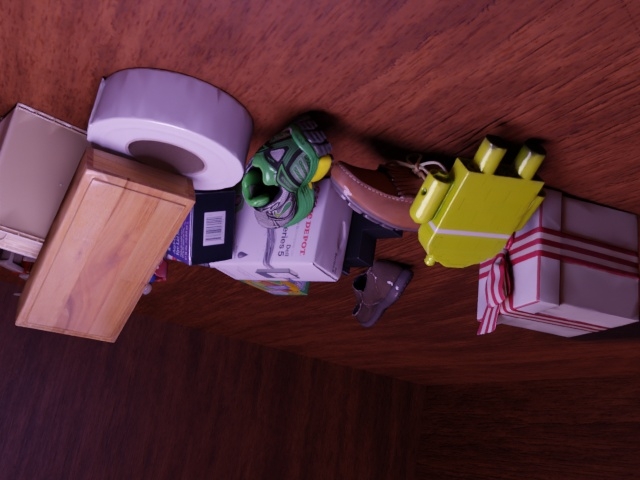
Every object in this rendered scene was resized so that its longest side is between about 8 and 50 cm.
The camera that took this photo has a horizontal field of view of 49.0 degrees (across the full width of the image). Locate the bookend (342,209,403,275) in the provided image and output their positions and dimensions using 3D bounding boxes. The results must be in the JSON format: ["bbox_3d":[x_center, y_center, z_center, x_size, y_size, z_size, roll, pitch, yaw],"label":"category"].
[{"bbox_3d":[0.110,-0.011,1.513,0.157,0.156,0.072,-5,156,38],"label":"bookend"}]

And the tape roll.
[{"bbox_3d":[-0.268,-0.192,1.266,0.286,0.100,0.286,10,163,3],"label":"tape roll"}]

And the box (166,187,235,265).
[{"bbox_3d":[-0.281,-0.050,1.486,0.108,0.153,0.207,-8,-162,-41],"label":"box"}]

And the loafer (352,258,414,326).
[{"bbox_3d":[0.158,0.137,2.036,0.130,0.134,0.366,37,152,4],"label":"loafer"}]

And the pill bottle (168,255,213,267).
[{"bbox_3d":[-0.315,0.016,1.911,0.180,0.108,0.108,12,162,-5],"label":"pill bottle"}]

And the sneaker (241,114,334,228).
[{"bbox_3d":[-0.091,-0.107,1.302,0.146,0.134,0.343,-30,167,-20],"label":"sneaker"}]

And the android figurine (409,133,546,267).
[{"bbox_3d":[0.270,-0.054,1.204,0.248,0.056,0.273,2,130,-26],"label":"android figurine"}]

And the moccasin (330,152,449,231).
[{"bbox_3d":[0.193,-0.087,1.266,0.379,0.147,0.139,14,-153,-22],"label":"moccasin"}]

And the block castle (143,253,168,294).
[{"bbox_3d":[-0.539,-0.019,1.759,0.302,0.213,0.453,12,162,-5],"label":"block castle"}]

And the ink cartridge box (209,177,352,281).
[{"bbox_3d":[-0.084,-0.021,1.520,0.272,0.199,0.114,-1,158,31],"label":"ink cartridge box"}]

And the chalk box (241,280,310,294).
[{"bbox_3d":[-0.108,0.076,1.939,0.132,0.132,0.213,-6,156,43],"label":"chalk box"}]

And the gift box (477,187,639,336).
[{"bbox_3d":[0.446,0.067,1.409,0.258,0.255,0.276,13,156,-15],"label":"gift box"}]

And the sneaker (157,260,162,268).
[{"bbox_3d":[-0.407,0.054,1.624,0.070,0.051,0.134,13,149,-22],"label":"sneaker"}]

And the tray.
[{"bbox_3d":[-0.420,0.027,1.349,0.202,0.076,0.411,17,126,-30],"label":"tray"}]

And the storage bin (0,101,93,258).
[{"bbox_3d":[-0.550,-0.102,1.435,0.260,0.262,0.123,23,156,-34],"label":"storage bin"}]

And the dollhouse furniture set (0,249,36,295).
[{"bbox_3d":[-0.794,0.048,2.032,0.259,0.262,0.135,2,163,28],"label":"dollhouse furniture set"}]
